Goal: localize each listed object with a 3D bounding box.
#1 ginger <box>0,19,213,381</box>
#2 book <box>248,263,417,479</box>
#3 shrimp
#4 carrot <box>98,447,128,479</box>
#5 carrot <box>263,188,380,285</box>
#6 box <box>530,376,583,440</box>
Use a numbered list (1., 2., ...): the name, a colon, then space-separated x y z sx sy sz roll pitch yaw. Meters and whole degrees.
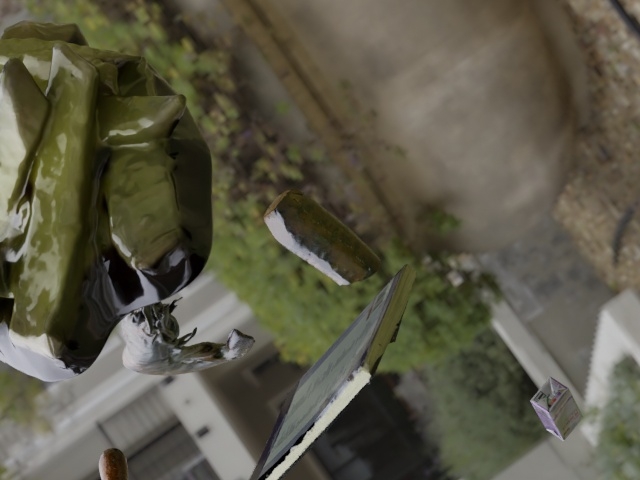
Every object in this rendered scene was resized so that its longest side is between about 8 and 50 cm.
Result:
1. ginger: -0.302 -0.061 1.392 0.211 0.358 0.413 41 -174 -39
2. book: 0.010 0.139 1.361 0.026 0.231 0.157 35 -142 -5
3. shrimp: -0.163 0.115 1.764 0.296 0.169 0.058 102 160 -69
4. carrot: -0.222 0.268 1.560 0.032 0.032 0.093 58 -170 -49
5. carrot: 0.000 0.000 2.041 0.173 0.082 0.082 42 179 -8
6. box: 0.340 0.242 2.053 0.036 0.050 0.117 35 170 34
